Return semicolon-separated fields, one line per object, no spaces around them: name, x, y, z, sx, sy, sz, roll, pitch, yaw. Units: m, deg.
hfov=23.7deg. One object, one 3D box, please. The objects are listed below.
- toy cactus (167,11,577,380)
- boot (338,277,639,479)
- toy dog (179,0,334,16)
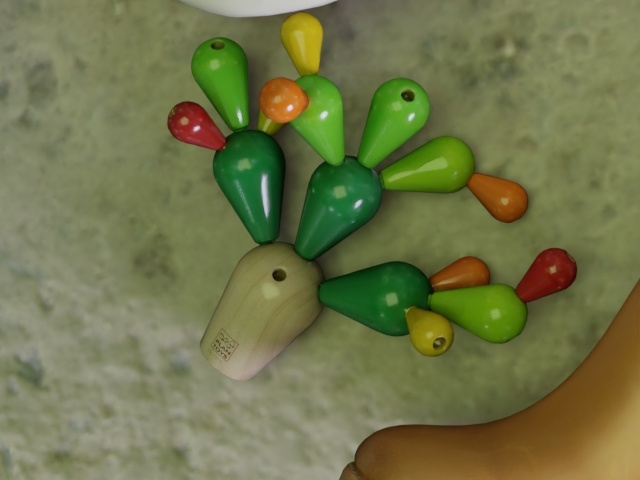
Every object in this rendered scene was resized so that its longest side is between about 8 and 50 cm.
toy cactus;0.000;0.000;0.758;0.219;0.112;0.180;37;112;3
boot;0.158;0.044;0.681;0.283;0.109;0.220;7;100;6
toy dog;-0.043;-0.340;0.658;0.408;0.284;0.395;41;133;-2
